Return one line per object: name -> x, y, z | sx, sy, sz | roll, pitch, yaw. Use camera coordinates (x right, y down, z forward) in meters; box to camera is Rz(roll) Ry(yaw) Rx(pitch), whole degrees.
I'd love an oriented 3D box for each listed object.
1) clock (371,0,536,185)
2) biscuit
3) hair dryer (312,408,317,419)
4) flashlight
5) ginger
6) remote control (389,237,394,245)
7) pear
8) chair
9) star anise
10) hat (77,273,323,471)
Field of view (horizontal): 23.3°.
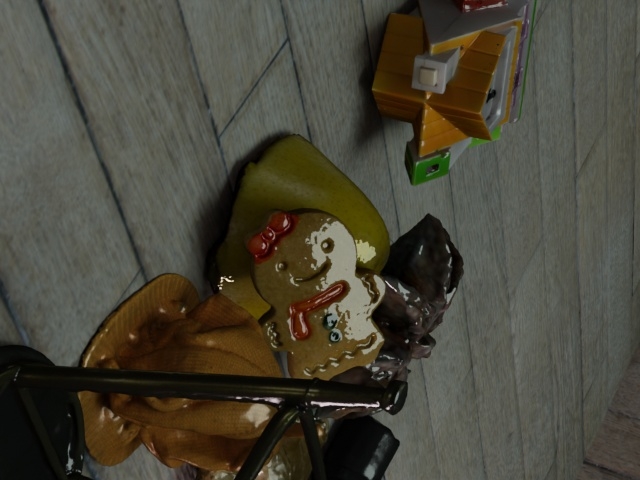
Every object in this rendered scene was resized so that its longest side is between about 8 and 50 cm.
clock -> 0.177, -0.229, 2.134 | 0.309, 0.166, 0.235 | -50, 149, -56
biscuit -> -0.005, 0.059, 1.788 | 0.166, 0.036, 0.226 | -22, 113, -14
hair dryer -> -0.004, 0.245, 2.219 | 0.137, 0.047, 0.082 | -54, 152, -25
flashlight -> -0.011, 0.446, 2.277 | 0.424, 0.103, 0.103 | -60, 154, -27
ginger -> -0.073, 0.278, 1.993 | 0.270, 0.123, 0.219 | -53, 158, -56
remote control -> 0.119, 0.079, 2.324 | 0.313, 0.055, 0.109 | 45, 63, -72
pear -> 0.001, -0.001, 1.889 | 0.267, 0.178, 0.267 | 13, 90, -68
chair -> -0.164, 0.300, 1.426 | 0.362, 0.410, 0.365 | -58, 154, -31
star anise -> 0.100, 0.115, 2.082 | 0.332, 0.117, 0.332 | -58, 173, -12
hat -> -0.103, 0.171, 1.699 | 0.234, 0.233, 0.244 | -67, 158, -14
